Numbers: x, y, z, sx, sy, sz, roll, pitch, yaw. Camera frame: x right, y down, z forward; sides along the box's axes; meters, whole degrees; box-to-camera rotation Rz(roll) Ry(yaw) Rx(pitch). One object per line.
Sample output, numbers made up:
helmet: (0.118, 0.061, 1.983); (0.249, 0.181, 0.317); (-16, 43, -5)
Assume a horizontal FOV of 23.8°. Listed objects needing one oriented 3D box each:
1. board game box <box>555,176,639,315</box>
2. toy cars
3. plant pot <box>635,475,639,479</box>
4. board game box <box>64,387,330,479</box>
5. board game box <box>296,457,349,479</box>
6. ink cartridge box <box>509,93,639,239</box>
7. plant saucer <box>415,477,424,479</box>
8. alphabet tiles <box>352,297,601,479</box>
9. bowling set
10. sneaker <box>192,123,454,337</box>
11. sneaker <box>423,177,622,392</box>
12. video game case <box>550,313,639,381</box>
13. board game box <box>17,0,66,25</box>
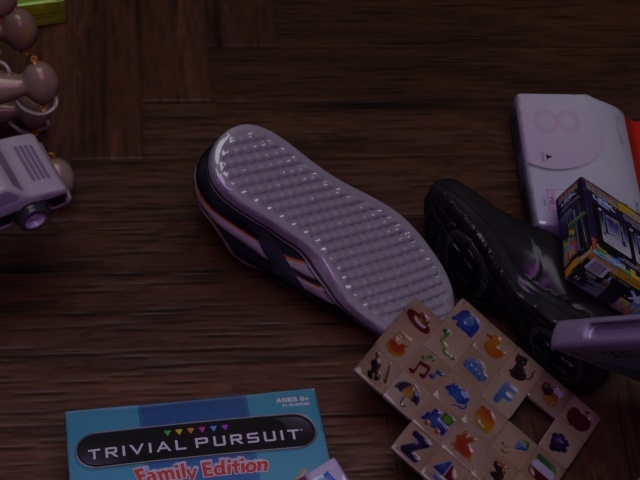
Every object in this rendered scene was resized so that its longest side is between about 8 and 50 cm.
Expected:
board game box: (0.337, 0.025, 1.643); (0.170, 0.048, 0.141); (31, 32, -18)
toy cars: (-0.446, -0.075, 1.494); (0.394, 0.087, 0.176); (12, 57, 0)
plant pot: (0.407, 0.330, 1.409); (0.255, 0.271, 0.271); (42, 61, 2)
board game box: (-0.103, 0.302, 1.422); (0.254, 0.079, 0.336); (-5, 47, -10)
board game box: (0.000, 0.391, 1.253); (0.233, 0.078, 0.347); (-29, 78, -16)
ink cartridge box: (0.347, -0.083, 1.776); (0.232, 0.066, 0.189); (-2, 57, -3)
plant saucer: (0.124, 0.289, 1.528); (0.119, 0.021, 0.119); (3, 58, -4)
alphabet tiles: (0.155, 0.174, 1.572); (0.237, 0.009, 0.198); (41, 56, 3)
bowling set: (-0.359, -0.193, 1.686); (0.154, 0.287, 0.200); (-5, 30, -1)
sneaker: (0.000, 0.000, 1.650); (0.321, 0.127, 0.126); (41, 65, -10)
sneaker: (0.231, 0.035, 1.668); (0.130, 0.109, 0.286); (-36, 77, -32)
video game case: (0.427, 0.141, 1.456); (0.329, 0.300, 0.036); (21, 80, -14)
board game box: (-0.406, -0.297, 1.829); (0.181, 0.043, 0.092); (-10, 59, -14)
